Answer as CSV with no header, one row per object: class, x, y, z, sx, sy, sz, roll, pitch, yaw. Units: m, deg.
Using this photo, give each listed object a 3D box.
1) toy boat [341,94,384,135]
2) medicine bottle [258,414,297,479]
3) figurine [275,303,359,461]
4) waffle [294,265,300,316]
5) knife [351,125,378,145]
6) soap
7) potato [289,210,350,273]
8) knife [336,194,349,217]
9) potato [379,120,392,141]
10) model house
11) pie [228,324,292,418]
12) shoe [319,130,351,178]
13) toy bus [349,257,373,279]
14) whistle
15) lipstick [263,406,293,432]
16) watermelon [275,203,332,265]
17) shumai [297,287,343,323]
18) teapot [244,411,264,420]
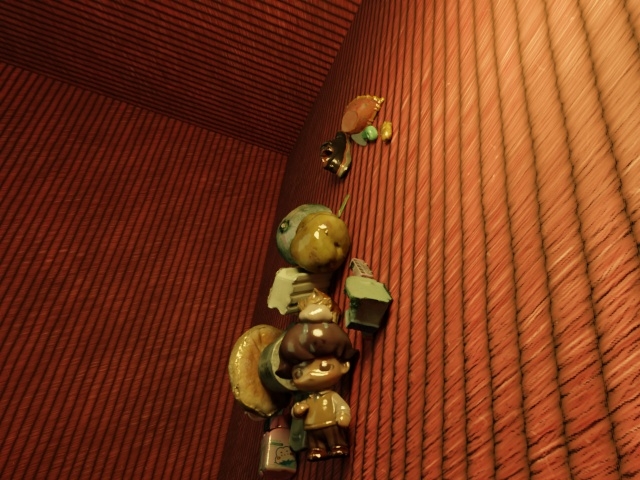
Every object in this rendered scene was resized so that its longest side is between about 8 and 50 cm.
toy boat,0.157,-0.508,1.672,0.140,0.099,0.318,64,162,-1
medicine bottle,-0.144,0.718,1.412,0.187,0.119,0.094,-90,21,-48
figurine,-0.018,0.382,1.090,0.218,0.206,0.364,-32,38,31
waffle,-0.069,0.223,1.742,0.308,0.091,0.212,174,111,-76
knife,0.171,-0.407,1.596,0.035,0.063,0.260,-31,12,-6
soap,-0.070,0.175,1.459,0.094,0.261,0.150,17,97,32
potato,0.004,0.000,1.491,0.351,0.203,0.218,-93,28,-78
knife,0.077,-0.107,1.690,0.030,0.014,0.207,-93,24,-56
potato,0.221,-0.369,1.364,0.051,0.040,0.083,115,166,-50
model house,0.108,0.187,1.061,0.148,0.120,0.148,-118,38,-70
pie,-0.208,0.478,1.492,0.075,0.338,0.337,-28,44,43
shoe,0.060,-0.395,1.819,0.290,0.137,0.114,-87,19,-44
toy bus,0.122,0.093,1.214,0.130,0.052,0.036,-114,39,-69
whistle,-0.078,0.494,1.392,0.168,0.188,0.404,-42,68,57
lipstick,-0.166,0.723,1.639,0.312,0.051,0.051,123,160,-48
watermelon,-0.089,-0.033,1.817,0.321,0.175,0.188,-60,19,6
shumai,0.010,0.251,1.340,0.120,0.201,0.201,-33,17,-1
teapot,-0.212,0.621,1.727,0.204,0.140,0.297,-32,39,64
